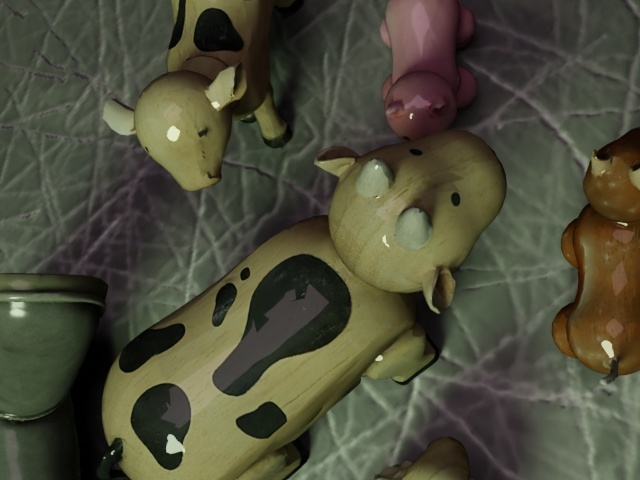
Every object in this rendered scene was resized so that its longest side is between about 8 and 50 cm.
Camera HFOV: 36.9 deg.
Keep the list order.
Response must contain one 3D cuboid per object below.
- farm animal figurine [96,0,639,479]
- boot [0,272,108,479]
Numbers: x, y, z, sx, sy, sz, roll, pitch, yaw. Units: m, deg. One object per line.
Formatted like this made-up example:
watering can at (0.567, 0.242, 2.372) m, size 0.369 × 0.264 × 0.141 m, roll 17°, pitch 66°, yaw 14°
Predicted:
farm animal figurine at (0.000, 0.000, 0.470) m, size 0.330 × 0.172 × 0.326 m, roll 34°, pitch 90°, yaw 18°
boot at (-0.148, 0.132, 0.495) m, size 0.076 × 0.189 × 0.208 m, roll 3°, pitch 71°, yaw -14°
